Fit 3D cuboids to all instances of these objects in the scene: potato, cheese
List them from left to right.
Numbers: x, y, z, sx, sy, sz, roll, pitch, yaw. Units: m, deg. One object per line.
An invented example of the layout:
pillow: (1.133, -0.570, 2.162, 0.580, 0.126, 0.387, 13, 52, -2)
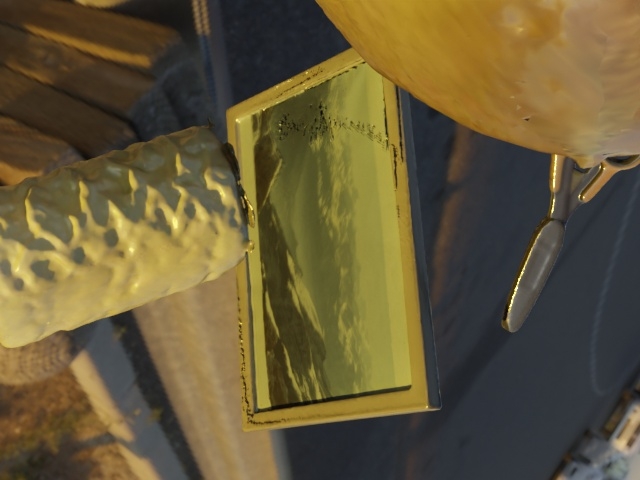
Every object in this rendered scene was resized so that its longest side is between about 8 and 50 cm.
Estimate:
cheese: (-0.135, -0.002, 0.691, 0.167, 0.094, 0.123, -20, 168, -20)
potato: (0.010, -0.171, 0.350, 0.211, 0.189, 0.265, 36, 54, -61)

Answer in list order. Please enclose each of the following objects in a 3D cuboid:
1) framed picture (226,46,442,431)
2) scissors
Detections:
framed picture: (0.000, 0.000, 1.021, 0.022, 0.247, 0.335, 7, 73, -42)
scissors: (0.195, -0.014, 0.912, 0.017, 0.088, 0.220, -70, 178, -62)
